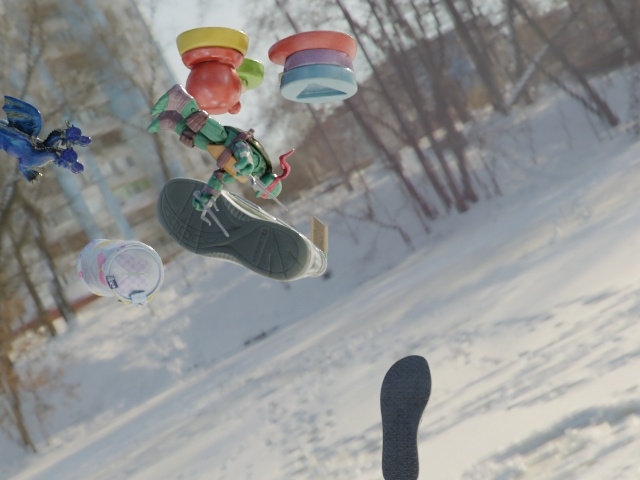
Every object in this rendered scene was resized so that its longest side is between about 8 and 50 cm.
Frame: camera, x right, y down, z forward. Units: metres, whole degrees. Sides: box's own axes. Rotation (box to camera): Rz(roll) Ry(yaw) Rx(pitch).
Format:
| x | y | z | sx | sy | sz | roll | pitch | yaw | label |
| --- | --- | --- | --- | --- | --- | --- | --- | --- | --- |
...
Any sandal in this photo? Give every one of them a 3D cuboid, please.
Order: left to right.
| x | y | z | sx | sy | sz | roll | pitch | yaw | label |
| --- | --- | --- | --- | --- | --- | --- | --- | --- | --- |
| 0.157 | 0.345 | 2.109 | 0.097 | 0.255 | 0.054 | 8 | -11 | 10 | sandal |

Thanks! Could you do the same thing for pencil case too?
| x | y | z | sx | sy | sz | roll | pitch | yaw | label |
| --- | --- | --- | --- | --- | --- | --- | --- | --- | --- |
| -0.396 | 0.060 | 2.158 | 0.113 | 0.124 | 0.273 | -27 | 14 | -22 | pencil case |

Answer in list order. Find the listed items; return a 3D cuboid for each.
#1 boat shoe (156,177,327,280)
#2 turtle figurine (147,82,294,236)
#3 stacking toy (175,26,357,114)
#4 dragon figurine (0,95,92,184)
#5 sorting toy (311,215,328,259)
| x | y | z | sx | sy | sz | roll | pitch | yaw | label |
| --- | --- | --- | --- | --- | --- | --- | --- | --- | --- |
| -0.138 | -0.014 | 1.842 | 0.103 | 0.320 | 0.118 | 19 | -88 | -64 | boat shoe |
| -0.134 | -0.110 | 1.536 | 0.118 | 0.234 | 0.175 | -46 | -3 | -38 | turtle figurine |
| -0.094 | -0.261 | 1.897 | 0.308 | 0.130 | 0.279 | -1 | -9 | -8 | stacking toy |
| -0.525 | -0.186 | 1.873 | 0.085 | 0.289 | 0.144 | -63 | 2 | -37 | dragon figurine |
| 0.000 | 0.000 | 2.124 | 0.012 | 0.083 | 0.062 | -11 | 25 | -25 | sorting toy |
